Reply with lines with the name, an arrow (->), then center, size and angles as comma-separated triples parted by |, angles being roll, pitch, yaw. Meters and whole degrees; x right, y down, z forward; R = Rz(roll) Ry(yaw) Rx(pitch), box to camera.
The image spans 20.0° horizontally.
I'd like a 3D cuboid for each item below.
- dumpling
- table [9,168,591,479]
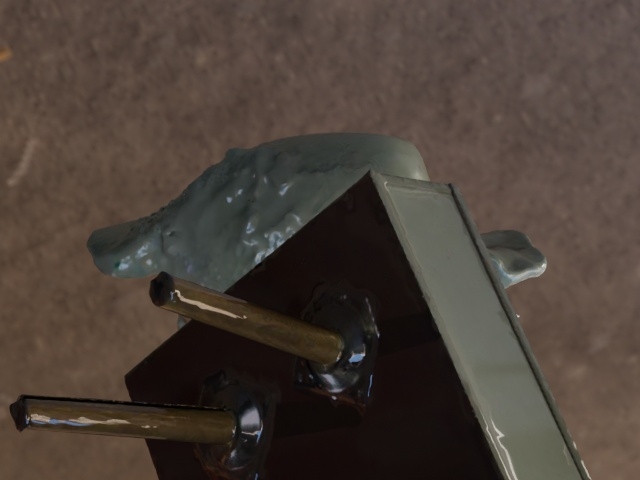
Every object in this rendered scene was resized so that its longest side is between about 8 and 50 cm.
dumpling -> -0.001, -0.010, 0.859 | 0.219, 0.153, 0.108 | 5, 122, 9
table -> 0.008, 0.111, 0.482 | 0.111, 0.240, 0.121 | 5, 144, -46
